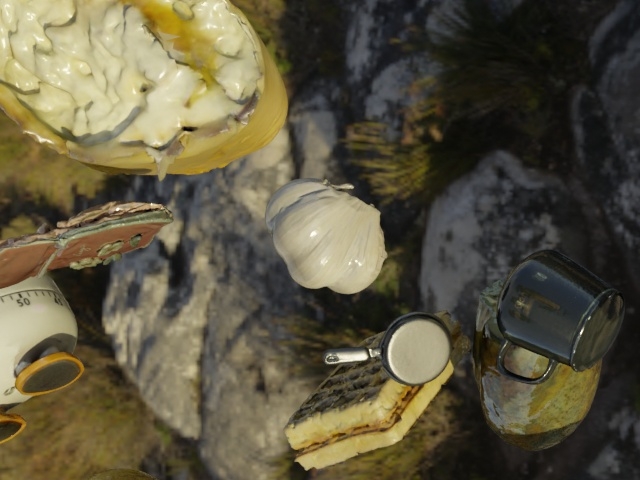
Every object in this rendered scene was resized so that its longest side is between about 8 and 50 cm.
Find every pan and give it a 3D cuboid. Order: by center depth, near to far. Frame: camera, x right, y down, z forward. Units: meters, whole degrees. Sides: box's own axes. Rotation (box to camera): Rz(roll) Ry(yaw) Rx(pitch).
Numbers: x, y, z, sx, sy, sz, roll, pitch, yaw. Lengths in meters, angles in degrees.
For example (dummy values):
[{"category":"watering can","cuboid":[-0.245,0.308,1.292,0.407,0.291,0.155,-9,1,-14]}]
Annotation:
[{"category":"pan","cuboid":[0.121,0.196,1.832,0.028,0.235,0.136,-139,45,-75]}]

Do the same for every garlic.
[{"category":"garlic","cuboid":[0.000,0.000,1.800,0.229,0.143,0.178,41,125,2]}]

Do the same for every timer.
[{"category":"timer","cuboid":[-0.436,0.116,1.335,0.240,0.233,0.233,54,135,20]}]

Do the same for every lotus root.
[{"category":"lotus root","cuboid":[0.401,0.239,1.962,0.250,0.250,0.346,-125,24,-46]}]

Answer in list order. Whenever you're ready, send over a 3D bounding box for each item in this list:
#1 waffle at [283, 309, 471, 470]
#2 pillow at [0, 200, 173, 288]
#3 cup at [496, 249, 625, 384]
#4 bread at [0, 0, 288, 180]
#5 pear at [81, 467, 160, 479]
[{"category":"waffle","cuboid":[0.120,0.287,2.061,0.261,0.376,0.114,-23,100,36]},{"category":"pillow","cuboid":[-0.262,0.012,1.013,0.043,0.232,0.126,67,152,10]},{"category":"cup","cuboid":[0.380,0.139,1.719,0.176,0.169,0.223,29,92,33]},{"category":"bread","cuboid":[-0.223,-0.198,1.189,0.361,0.250,0.394,47,178,4]},{"category":"pear","cuboid":[-0.276,0.429,1.506,0.209,0.209,0.209,-8,81,59]}]
